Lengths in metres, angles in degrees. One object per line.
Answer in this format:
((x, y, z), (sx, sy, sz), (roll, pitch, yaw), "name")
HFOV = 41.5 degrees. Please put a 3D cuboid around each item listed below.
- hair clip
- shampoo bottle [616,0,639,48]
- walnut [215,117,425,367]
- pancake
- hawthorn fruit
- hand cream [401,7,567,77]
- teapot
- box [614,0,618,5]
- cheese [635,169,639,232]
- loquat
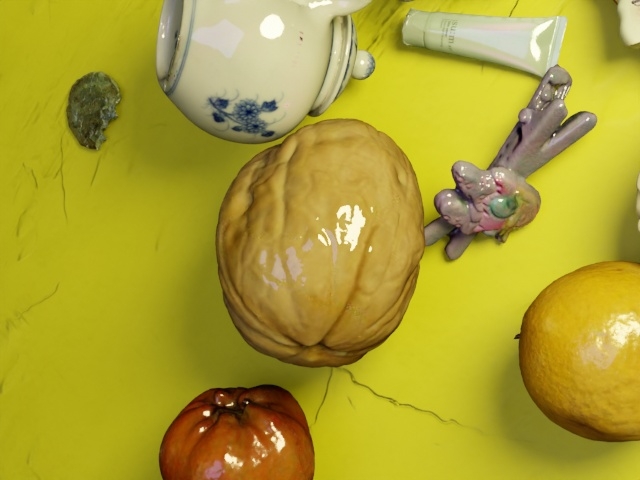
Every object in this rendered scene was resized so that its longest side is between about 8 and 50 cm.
((0.225, -0.085, 1.035), (0.278, 0.137, 0.090), (-56, 31, 17), "hair clip")
((0.354, -0.291, 0.918), (0.077, 0.045, 0.151), (-12, 85, 31), "shampoo bottle")
((0.002, 0.001, 1.069), (0.252, 0.277, 0.312), (3, 54, 3), "walnut")
((-0.386, -0.223, 1.424), (0.116, 0.023, 0.129), (45, 111, 24), "pancake")
((-0.108, 0.329, 1.181), (0.224, 0.224, 0.260), (13, 122, 29), "hawthorn fruit")
((0.206, -0.259, 1.079), (0.205, 0.050, 0.078), (14, 99, 24), "hand cream")
((-0.057, -0.246, 1.074), (0.424, 0.280, 0.252), (140, 132, -60), "teapot")
((0.413, -0.297, 0.951), (0.153, 0.074, 0.239), (-40, 73, 28), "box")
((0.503, -0.033, 0.854), (0.332, 0.153, 0.292), (49, 113, 18), "cheese")
((0.321, 0.120, 0.932), (0.208, 0.208, 0.207), (1, 91, 29), "loquat")
